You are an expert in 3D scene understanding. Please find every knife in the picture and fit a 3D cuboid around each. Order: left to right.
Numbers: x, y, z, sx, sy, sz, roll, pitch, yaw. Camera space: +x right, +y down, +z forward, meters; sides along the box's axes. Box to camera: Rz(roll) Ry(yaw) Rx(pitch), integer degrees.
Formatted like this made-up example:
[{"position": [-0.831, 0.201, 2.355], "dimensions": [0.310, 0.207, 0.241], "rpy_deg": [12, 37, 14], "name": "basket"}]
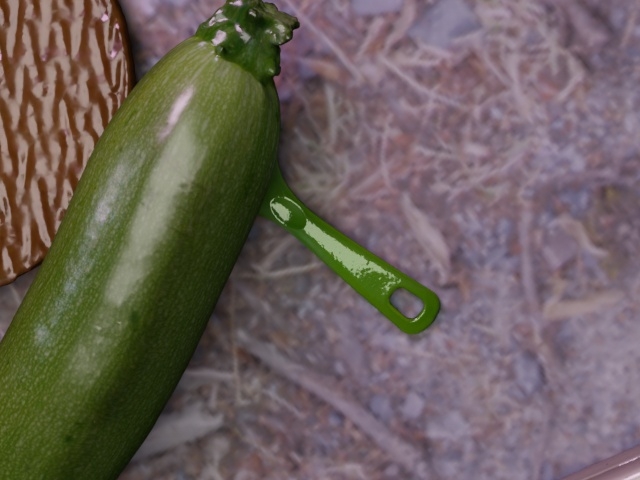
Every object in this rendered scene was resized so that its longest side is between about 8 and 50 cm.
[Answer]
[{"position": [-0.001, 0.000, 0.951], "dimensions": [0.166, 0.022, 0.078], "rpy_deg": [39, 104, 6], "name": "knife"}]

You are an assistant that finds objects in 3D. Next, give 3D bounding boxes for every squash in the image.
[{"position": [-0.120, 0.039, 0.925], "dimensions": [0.107, 0.107, 0.395], "rpy_deg": [31, 101, 6], "name": "squash"}]

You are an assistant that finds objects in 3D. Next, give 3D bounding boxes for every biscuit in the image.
[{"position": [-0.235, -0.094, 0.977], "dimensions": [0.262, 0.037, 0.261], "rpy_deg": [1, 94, 9], "name": "biscuit"}]

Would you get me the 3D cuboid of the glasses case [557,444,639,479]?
[{"position": [0.151, 0.207, 0.914], "dimensions": [0.313, 0.070, 0.131], "rpy_deg": [-25, 89, 11], "name": "glasses case"}]
